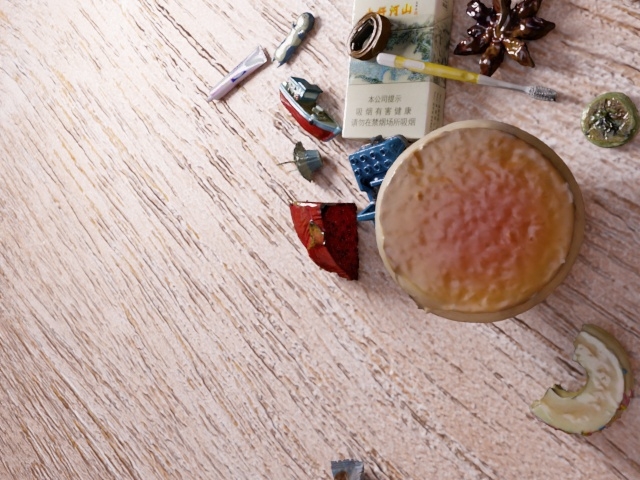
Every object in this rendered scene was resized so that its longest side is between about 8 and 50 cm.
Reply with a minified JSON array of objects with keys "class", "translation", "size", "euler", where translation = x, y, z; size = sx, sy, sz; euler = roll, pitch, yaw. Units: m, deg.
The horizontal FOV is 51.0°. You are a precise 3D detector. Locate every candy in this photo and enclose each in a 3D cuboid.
[{"class":"candy","translation":[0.061,0.460,1.205],"size":[0.088,0.038,0.136],"euler":[-30,64,45]}]

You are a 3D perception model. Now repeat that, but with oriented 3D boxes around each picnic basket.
[{"class":"picnic basket","translation":[-0.035,-0.145,1.272],"size":[0.083,0.065,0.083],"euler":[-17,83,13]}]

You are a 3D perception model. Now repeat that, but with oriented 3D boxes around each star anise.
[{"class":"star anise","translation":[0.285,-0.326,1.048],"size":[0.167,0.057,0.168],"euler":[7,103,34]}]

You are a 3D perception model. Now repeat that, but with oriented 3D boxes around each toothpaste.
[{"class":"toothpaste","translation":[-0.177,-0.340,1.393],"size":[0.170,0.028,0.045],"euler":[-32,64,29]}]

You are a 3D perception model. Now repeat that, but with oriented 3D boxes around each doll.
[{"class":"doll","translation":[-0.055,-0.390,1.307],"size":[0.037,0.027,0.125],"euler":[49,116,18]}]

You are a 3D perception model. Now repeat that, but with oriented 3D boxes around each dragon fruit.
[{"class":"dragon fruit","translation":[-0.001,0.000,1.208],"size":[0.127,0.120,0.161],"euler":[-6,90,41]}]

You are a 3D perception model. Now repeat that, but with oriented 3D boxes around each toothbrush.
[{"class":"toothbrush","translation":[0.225,-0.257,1.048],"size":[0.288,0.024,0.021],"euler":[16,97,15]}]

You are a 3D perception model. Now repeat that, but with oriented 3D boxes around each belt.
[{"class":"belt","translation":[0.080,-0.338,1.119],"size":[0.083,0.036,0.059],"euler":[-49,65,27]}]

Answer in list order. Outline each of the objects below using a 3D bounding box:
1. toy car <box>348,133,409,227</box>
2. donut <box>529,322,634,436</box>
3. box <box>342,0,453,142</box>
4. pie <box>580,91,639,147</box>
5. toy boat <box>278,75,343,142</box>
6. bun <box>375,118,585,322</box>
[{"class":"toy car","translation":[0.111,-0.078,1.112],"size":[0.097,0.100,0.191],"euler":[-12,104,42]},{"class":"donut","translation":[0.386,0.210,0.958],"size":[0.108,0.065,0.166],"euler":[37,109,30]},{"class":"box","translation":[0.131,-0.297,1.147],"size":[0.164,0.069,0.257],"euler":[6,93,35]},{"class":"pie","translation":[0.417,-0.172,0.969],"size":[0.084,0.021,0.084],"euler":[-1,88,36]},{"class":"toy boat","translation":[-0.016,-0.247,1.250],"size":[0.173,0.069,0.059],"euler":[53,125,29]},{"class":"bun","translation":[0.231,-0.024,1.003],"size":[0.298,0.165,0.299],"euler":[0,90,16]}]
